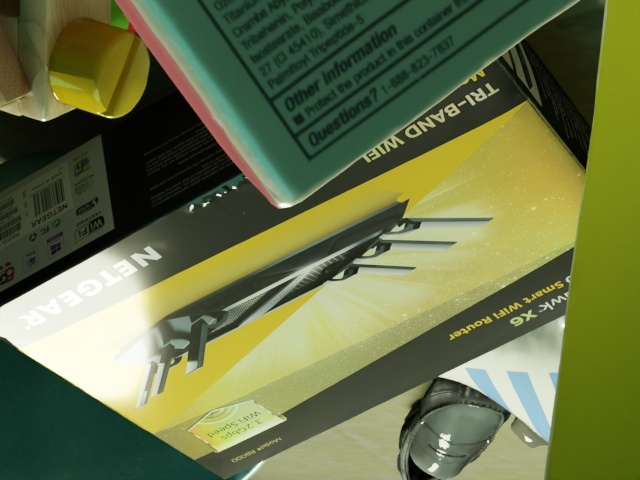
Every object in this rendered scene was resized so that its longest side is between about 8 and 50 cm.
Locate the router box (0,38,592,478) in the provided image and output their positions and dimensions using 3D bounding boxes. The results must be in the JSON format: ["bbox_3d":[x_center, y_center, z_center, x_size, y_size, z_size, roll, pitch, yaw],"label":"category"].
[{"bbox_3d":[0.000,0.000,0.910,0.309,0.081,0.243,-28,141,18],"label":"router box"}]

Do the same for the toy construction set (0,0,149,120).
[{"bbox_3d":[-0.094,-0.130,0.651,0.237,0.257,0.309,10,180,24],"label":"toy construction set"}]

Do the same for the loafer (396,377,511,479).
[{"bbox_3d":[0.115,0.168,1.424,0.076,0.078,0.223,18,158,-5],"label":"loafer"}]

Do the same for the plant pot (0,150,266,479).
[{"bbox_3d":[-0.177,0.052,1.138,0.290,0.195,0.290,-9,137,-8],"label":"plant pot"}]

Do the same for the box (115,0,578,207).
[{"bbox_3d":[-0.027,-0.151,0.438,0.232,0.148,0.127,55,178,-22],"label":"box"}]

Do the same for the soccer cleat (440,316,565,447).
[{"bbox_3d":[0.119,0.044,1.116,0.331,0.116,0.143,28,133,-21],"label":"soccer cleat"}]

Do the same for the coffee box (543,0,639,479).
[{"bbox_3d":[0.304,-0.001,0.479,0.334,0.338,0.338,22,161,-39],"label":"coffee box"}]
